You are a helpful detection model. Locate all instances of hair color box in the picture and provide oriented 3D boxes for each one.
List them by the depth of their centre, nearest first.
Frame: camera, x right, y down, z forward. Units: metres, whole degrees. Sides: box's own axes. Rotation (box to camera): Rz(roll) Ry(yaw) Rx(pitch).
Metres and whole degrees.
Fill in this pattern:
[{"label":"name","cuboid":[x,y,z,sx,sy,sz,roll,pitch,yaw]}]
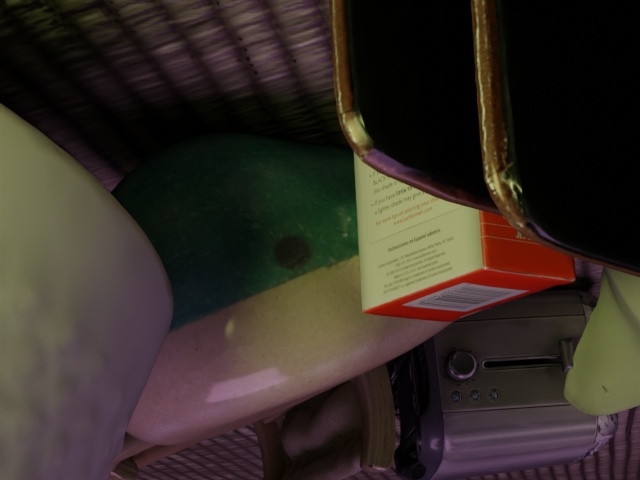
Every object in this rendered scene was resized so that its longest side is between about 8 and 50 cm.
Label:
[{"label":"hair color box","cuboid":[0.047,-0.048,0.581,0.043,0.141,0.072,7,162,-34]}]

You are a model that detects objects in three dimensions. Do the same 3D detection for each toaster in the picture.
[{"label":"toaster","cuboid":[0.127,0.109,1.209,0.146,0.129,0.227,-4,164,-5]}]

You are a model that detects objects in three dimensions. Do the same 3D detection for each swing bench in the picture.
[{"label":"swing bench","cuboid":[-0.112,0.097,1.072,0.255,0.165,0.253,-3,165,-19]}]

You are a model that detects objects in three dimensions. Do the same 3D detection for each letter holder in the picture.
[{"label":"letter holder","cuboid":[0.169,-0.036,0.504,0.302,0.214,0.152,6,163,-31]}]

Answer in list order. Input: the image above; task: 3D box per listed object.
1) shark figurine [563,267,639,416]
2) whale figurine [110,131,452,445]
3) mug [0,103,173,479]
[{"label":"shark figurine","cuboid":[0.130,0.008,0.651,0.166,0.278,0.116,14,123,-24]},{"label":"whale figurine","cuboid":[0.000,0.000,0.838,0.272,0.141,0.216,-22,174,-28]},{"label":"mug","cuboid":[-0.223,0.141,0.650,0.276,0.328,0.374,5,149,31]}]
